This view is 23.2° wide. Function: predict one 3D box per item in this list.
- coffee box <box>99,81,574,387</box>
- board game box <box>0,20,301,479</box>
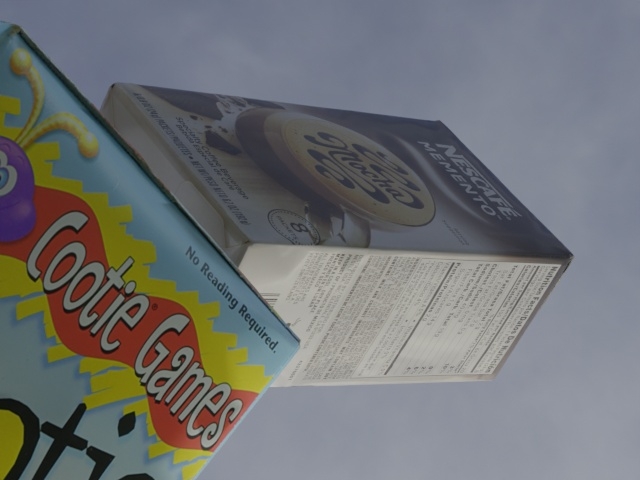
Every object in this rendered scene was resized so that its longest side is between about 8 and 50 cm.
[{"bbox_3d":[0.000,0.000,1.020,0.168,0.297,0.119,48,-59,36],"label":"coffee box"},{"bbox_3d":[-0.164,0.076,0.440,0.275,0.144,0.142,-51,-52,-17],"label":"board game box"}]
